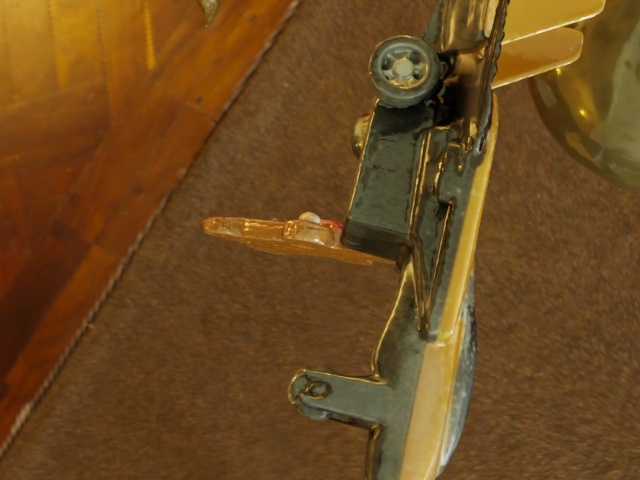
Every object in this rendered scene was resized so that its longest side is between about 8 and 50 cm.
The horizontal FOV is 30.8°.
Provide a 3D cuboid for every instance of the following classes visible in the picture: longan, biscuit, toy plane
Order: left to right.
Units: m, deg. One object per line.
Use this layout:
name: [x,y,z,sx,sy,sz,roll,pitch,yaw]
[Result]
biscuit: [0.000,-0.003,1.708,0.324,0.205,0.049,7,82,36]
toy plane: [0.047,-0.005,0.570,0.103,0.204,0.316,20,71,4]
longan: [0.455,-0.238,1.599,0.361,0.361,0.361,-3,79,17]

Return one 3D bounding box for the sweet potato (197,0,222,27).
sweet potato: [-0.138,-0.392,1.379,0.067,0.067,0.274,3,100,18]
